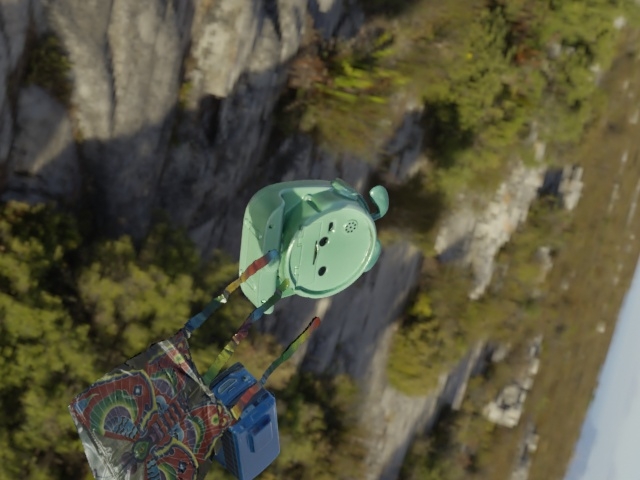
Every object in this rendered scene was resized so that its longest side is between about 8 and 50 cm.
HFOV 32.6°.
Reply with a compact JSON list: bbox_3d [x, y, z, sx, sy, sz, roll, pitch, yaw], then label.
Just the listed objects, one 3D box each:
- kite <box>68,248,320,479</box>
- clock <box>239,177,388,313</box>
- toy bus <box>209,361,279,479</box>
[{"bbox_3d":[-0.096,0.118,0.940,0.285,0.015,0.152,-45,120,-41],"label":"kite"},{"bbox_3d":[0.000,-0.001,1.271,0.189,0.060,0.148,-13,124,-28],"label":"clock"},{"bbox_3d":[-0.117,0.271,1.618,0.090,0.106,0.184,-38,152,-24],"label":"toy bus"}]
